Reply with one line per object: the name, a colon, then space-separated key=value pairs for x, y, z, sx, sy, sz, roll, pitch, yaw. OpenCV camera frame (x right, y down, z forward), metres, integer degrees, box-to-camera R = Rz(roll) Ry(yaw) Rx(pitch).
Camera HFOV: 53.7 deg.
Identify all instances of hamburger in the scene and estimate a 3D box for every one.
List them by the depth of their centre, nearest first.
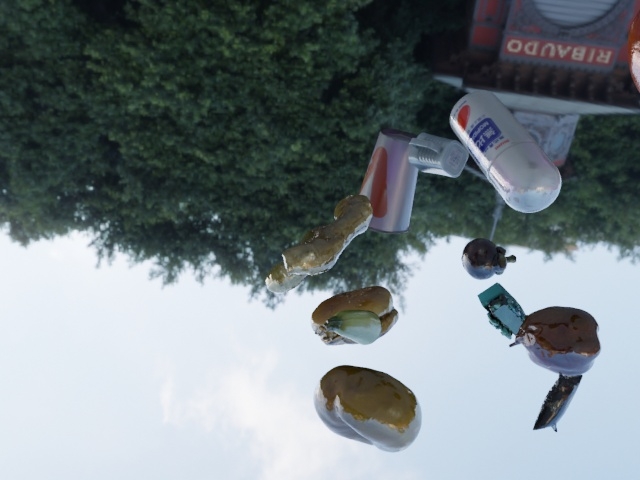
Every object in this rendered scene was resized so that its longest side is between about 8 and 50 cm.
hamburger: x=0.112 y=0.259 z=2.156 sx=0.290 sy=0.170 sz=0.314 roll=-18 pitch=-178 yaw=21

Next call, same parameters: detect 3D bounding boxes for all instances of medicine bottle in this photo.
medicine bottle: x=0.413 y=-0.196 z=1.413 sx=0.130 sy=0.130 sz=0.340 roll=-5 pitch=-136 yaw=-16

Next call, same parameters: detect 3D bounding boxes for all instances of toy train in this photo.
toy train: x=0.608 y=0.232 z=2.092 sx=0.198 sy=0.107 sz=0.154 roll=40 pitch=-158 yaw=-31

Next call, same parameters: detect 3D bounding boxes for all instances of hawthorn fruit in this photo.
hawthorn fruit: x=0.676 y=0.293 z=1.834 sx=0.249 sy=0.207 sz=0.208 roll=-5 pitch=-150 yaw=9

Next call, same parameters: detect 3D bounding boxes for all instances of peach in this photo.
peach: x=0.107 y=0.380 z=1.415 sx=0.251 sy=0.251 sz=0.153 roll=21 pitch=-125 yaw=24

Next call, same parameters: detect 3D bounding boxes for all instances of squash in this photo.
squash: x=0.071 y=0.218 z=1.612 sx=0.094 sy=0.094 sz=0.224 roll=26 pitch=-176 yaw=30

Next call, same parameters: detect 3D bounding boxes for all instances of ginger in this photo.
ginger: x=0.020 y=0.004 z=1.585 sx=0.363 sy=0.122 sz=0.348 roll=-35 pitch=-174 yaw=-11

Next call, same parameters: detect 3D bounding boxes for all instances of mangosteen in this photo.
mangosteen: x=0.631 y=0.070 z=2.415 sx=0.184 sy=0.172 sz=0.172 roll=-2 pitch=-159 yaw=41

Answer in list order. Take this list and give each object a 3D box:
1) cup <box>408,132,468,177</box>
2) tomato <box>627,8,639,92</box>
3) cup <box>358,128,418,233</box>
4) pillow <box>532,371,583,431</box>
cup: x=0.305 y=-0.235 z=1.686 sx=0.128 sy=0.095 sz=0.129 roll=28 pitch=177 yaw=-38
tomato: x=0.950 y=-0.486 z=1.572 sx=0.342 sy=0.272 sz=0.341 roll=-16 pitch=-133 yaw=18
cup: x=0.215 y=-0.187 z=1.947 sx=0.203 sy=0.288 sz=0.203 roll=11 pitch=-156 yaw=-5
pillow: x=0.533 y=0.363 z=1.422 sx=0.048 sy=0.150 sz=0.090 roll=29 pitch=-166 yaw=34
